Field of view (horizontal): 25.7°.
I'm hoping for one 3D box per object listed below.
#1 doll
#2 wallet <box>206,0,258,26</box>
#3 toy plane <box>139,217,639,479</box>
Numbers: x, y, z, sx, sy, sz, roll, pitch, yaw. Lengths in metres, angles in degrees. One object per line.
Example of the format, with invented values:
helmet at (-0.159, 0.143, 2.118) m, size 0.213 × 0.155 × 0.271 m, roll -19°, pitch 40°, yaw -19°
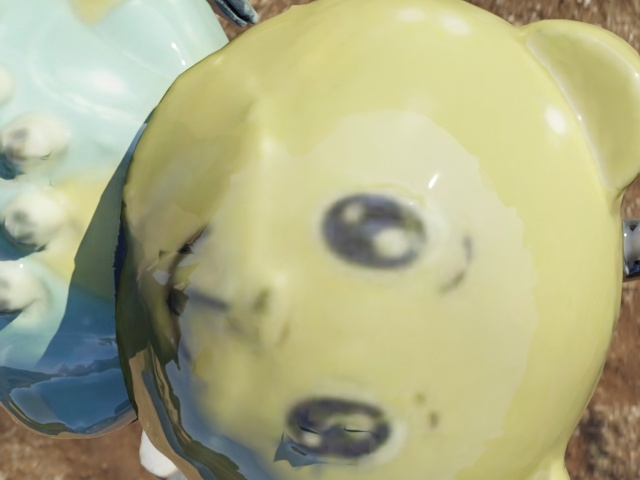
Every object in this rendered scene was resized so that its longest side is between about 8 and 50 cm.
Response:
doll at (-0.032, 0.000, 0.451) m, size 0.260 × 0.161 × 0.177 m, roll 14°, pitch 97°, yaw 22°
wallet at (-0.102, -0.194, 0.939) m, size 0.026 × 0.088 × 0.129 m, roll -47°, pitch 131°, yaw -3°
toy plane at (0.046, 0.018, 0.668) m, size 0.316 × 0.103 × 0.204 m, roll -10°, pitch 79°, yaw 30°
